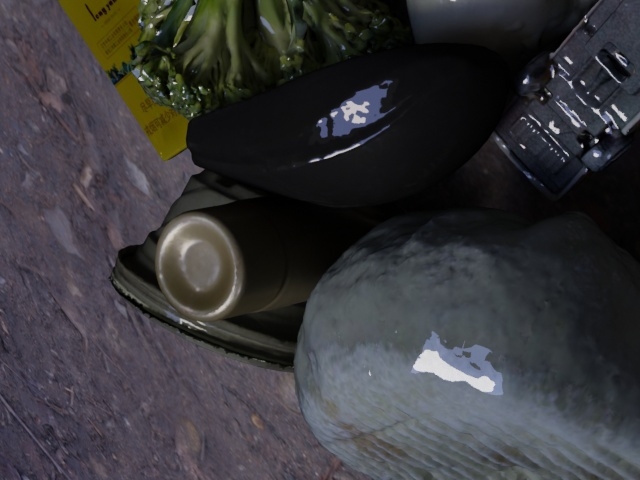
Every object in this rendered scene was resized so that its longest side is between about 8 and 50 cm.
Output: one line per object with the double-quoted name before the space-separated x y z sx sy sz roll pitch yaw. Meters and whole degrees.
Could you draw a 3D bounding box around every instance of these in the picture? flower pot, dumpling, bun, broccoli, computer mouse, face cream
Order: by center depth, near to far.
"dumpling" 0.136 -0.184 0.898 0.151 0.124 0.229 2 136 7
"computer mouse" 0.019 -0.066 0.911 0.269 0.137 0.086 -13 76 44
"broccoli" -0.051 -0.245 0.946 0.361 0.221 0.252 85 175 -61
"bun" 0.143 0.095 0.968 0.354 0.194 0.354 15 155 7
"face cream" 0.000 0.000 1.044 0.137 0.341 0.084 37 114 23
"flower pot" -0.068 0.017 1.182 0.235 0.235 0.141 28 98 33

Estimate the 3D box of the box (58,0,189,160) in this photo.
"box" -0.197 -0.224 1.317 0.279 0.041 0.153 58 147 -5

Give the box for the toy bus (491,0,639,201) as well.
"toy bus" 0.217 -0.133 0.837 0.092 0.106 0.268 49 144 9
